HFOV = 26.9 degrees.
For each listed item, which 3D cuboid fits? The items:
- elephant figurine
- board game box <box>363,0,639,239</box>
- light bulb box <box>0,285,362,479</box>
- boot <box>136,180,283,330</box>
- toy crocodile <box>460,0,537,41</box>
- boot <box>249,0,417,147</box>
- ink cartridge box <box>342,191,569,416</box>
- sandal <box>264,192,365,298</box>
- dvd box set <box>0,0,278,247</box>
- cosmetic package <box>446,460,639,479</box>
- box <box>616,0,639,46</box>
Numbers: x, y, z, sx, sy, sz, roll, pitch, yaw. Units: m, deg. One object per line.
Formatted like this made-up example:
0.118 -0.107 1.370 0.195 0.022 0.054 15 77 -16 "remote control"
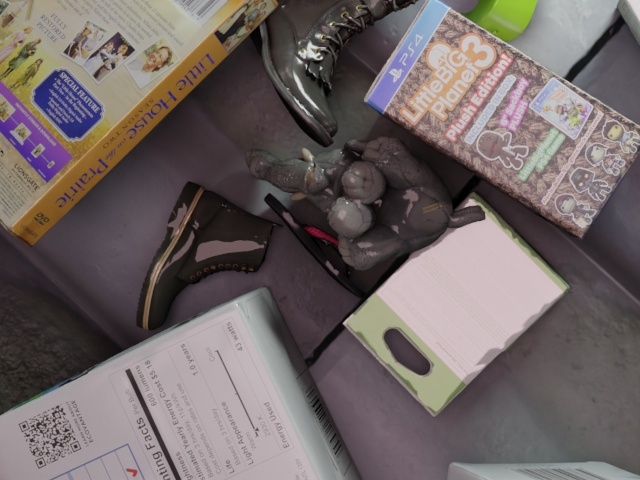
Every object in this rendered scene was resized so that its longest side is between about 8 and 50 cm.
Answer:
0.047 -0.066 1.652 0.169 0.239 0.186 -40 113 -9 "elephant figurine"
0.218 -0.139 1.574 0.291 0.232 0.141 33 95 6 "board game box"
-0.164 0.295 1.639 0.361 0.225 0.358 -26 89 8 "light bulb box"
-0.144 0.040 1.710 0.137 0.077 0.198 22 95 1 "boot"
0.243 -0.413 1.635 0.115 0.105 0.341 5 92 -34 "toy crocodile"
0.033 -0.263 1.615 0.229 0.091 0.263 -27 66 3 "boot"
0.170 0.079 1.675 0.171 0.056 0.235 45 98 4 "ink cartridge box"
0.000 0.000 1.693 0.040 0.067 0.179 -41 84 -5 "sandal"
-0.299 -0.237 1.639 0.420 0.062 0.307 -45 62 -3 "dvd box set"
0.263 0.499 1.579 0.230 0.161 0.453 5 92 -24 "cosmetic package"
0.457 -0.250 1.610 0.130 0.091 0.170 -29 87 7 "box"
